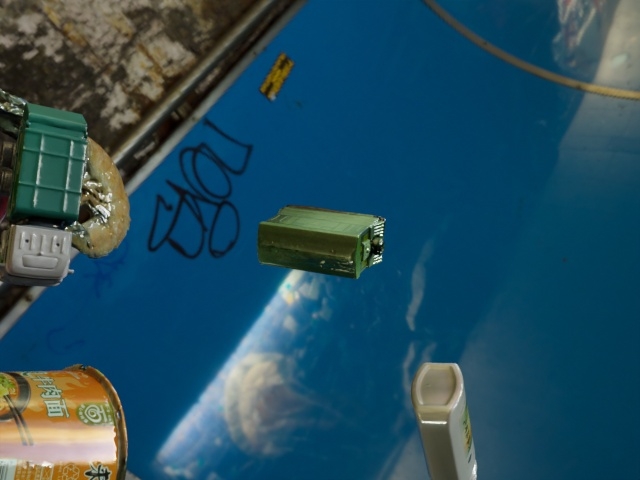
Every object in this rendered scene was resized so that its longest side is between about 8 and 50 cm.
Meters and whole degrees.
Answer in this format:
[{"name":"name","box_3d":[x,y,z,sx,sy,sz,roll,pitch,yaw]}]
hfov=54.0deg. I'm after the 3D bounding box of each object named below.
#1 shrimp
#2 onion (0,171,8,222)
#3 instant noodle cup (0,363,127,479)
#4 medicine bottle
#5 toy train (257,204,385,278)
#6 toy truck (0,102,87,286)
[{"name":"shrimp","box_3d":[-0.509,-0.124,1.199,0.085,0.445,0.271,-17,-120,14]},{"name":"onion","box_3d":[-0.550,-0.066,0.962,0.195,0.159,0.159,-14,-153,-13]},{"name":"instant noodle cup","box_3d":[-0.341,0.232,0.638,0.230,0.182,0.230,-14,-113,35]},{"name":"medicine bottle","box_3d":[0.294,0.453,1.475,0.124,0.324,0.179,-3,-147,18]},{"name":"toy train","box_3d":[0.000,0.000,0.461,0.093,0.038,0.056,8,-162,20]},{"name":"toy truck","box_3d":[-0.387,-0.066,0.878,0.124,0.114,0.253,-15,-110,57]}]
